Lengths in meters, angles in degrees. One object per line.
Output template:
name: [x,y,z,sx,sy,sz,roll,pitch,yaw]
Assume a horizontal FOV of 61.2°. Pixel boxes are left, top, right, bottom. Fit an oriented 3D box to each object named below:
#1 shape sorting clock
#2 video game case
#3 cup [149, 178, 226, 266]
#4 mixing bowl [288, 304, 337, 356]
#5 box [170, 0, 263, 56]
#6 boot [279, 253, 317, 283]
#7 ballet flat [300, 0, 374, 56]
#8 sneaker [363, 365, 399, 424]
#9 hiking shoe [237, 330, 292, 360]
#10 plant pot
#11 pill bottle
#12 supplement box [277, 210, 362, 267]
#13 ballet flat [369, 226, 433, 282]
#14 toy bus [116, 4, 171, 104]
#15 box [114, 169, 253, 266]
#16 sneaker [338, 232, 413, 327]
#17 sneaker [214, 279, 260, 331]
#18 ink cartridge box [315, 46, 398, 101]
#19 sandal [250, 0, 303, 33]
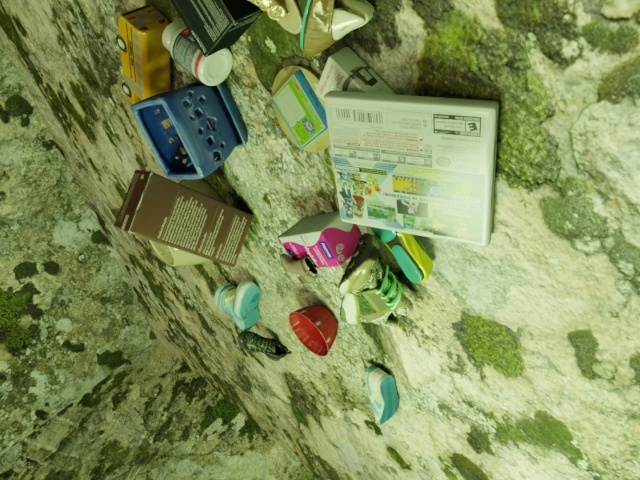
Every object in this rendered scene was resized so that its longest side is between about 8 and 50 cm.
shape sorting clock: [-0.039,-0.306,1.268,0.206,0.040,0.206,35,143,32]
video game case: [0.174,-0.140,1.064,0.328,0.036,0.300,11,131,26]
cup: [-0.489,-0.039,1.975,0.331,0.237,0.331,35,146,28]
mixing bowl: [-0.009,0.281,1.786,0.181,0.098,0.182,35,146,28]
box: [-0.266,-0.585,1.228,0.184,0.103,0.261,-15,110,55]
boot: [-0.055,0.066,1.469,0.118,0.042,0.087,47,144,3]
ballet flat: [0.045,-0.459,0.953,0.124,0.116,0.343,24,140,8]
sneaker: [0.196,0.503,1.766,0.092,0.087,0.229,30,137,45]
hiking shoe: [-0.227,0.419,2.205,0.226,0.086,0.114,28,144,-28]
plant pot: [-0.351,-0.321,1.512,0.235,0.212,0.236,6,127,50]
pill bottle: [-0.323,-0.490,1.400,0.180,0.108,0.108,39,147,21]
supplement box: [0.000,0.000,1.468,0.220,0.114,0.111,-9,115,55]
ballet flat: [0.182,-0.010,1.241,0.231,0.077,0.077,55,147,-2]
toy bus: [-0.525,-0.536,1.630,0.130,0.108,0.333,42,148,14]
box: [-0.422,-0.062,1.705,0.381,0.191,0.143,24,174,-41]
sneaker: [0.154,0.116,1.358,0.181,0.158,0.410,18,157,12]
sneaker: [-0.349,0.222,2.168,0.208,0.127,0.319,39,146,20]
ink cartridge box: [0.069,-0.300,1.104,0.150,0.063,0.109,47,149,9]
sandal: [-0.132,-0.528,1.124,0.088,0.079,0.240,-10,114,57]
